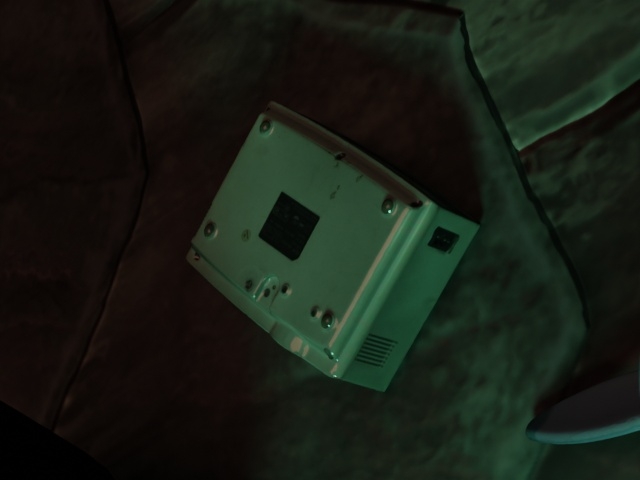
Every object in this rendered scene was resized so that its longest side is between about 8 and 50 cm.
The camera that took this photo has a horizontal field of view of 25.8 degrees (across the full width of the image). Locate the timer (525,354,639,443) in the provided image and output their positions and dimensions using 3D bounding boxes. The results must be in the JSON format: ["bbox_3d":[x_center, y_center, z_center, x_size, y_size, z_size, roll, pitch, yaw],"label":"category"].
[{"bbox_3d":[0.186,0.085,0.571,0.175,0.175,0.255,64,144,33],"label":"timer"}]

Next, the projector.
[{"bbox_3d":[0.000,0.000,0.787,0.147,0.061,0.115,35,101,41],"label":"projector"}]

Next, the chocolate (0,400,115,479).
[{"bbox_3d":[-0.209,0.255,0.721,0.383,0.384,0.331,22,73,41],"label":"chocolate"}]
